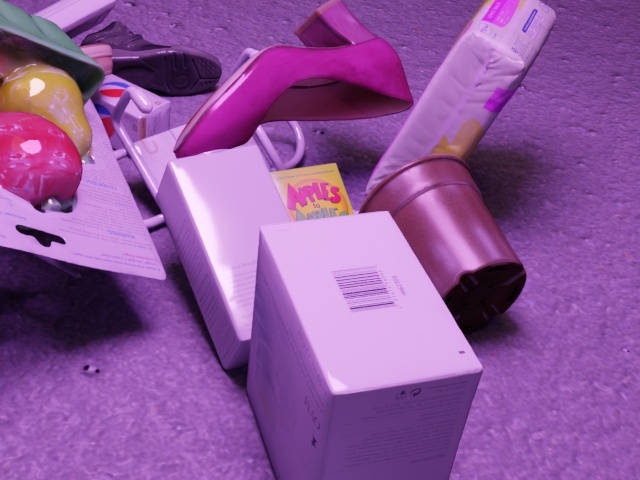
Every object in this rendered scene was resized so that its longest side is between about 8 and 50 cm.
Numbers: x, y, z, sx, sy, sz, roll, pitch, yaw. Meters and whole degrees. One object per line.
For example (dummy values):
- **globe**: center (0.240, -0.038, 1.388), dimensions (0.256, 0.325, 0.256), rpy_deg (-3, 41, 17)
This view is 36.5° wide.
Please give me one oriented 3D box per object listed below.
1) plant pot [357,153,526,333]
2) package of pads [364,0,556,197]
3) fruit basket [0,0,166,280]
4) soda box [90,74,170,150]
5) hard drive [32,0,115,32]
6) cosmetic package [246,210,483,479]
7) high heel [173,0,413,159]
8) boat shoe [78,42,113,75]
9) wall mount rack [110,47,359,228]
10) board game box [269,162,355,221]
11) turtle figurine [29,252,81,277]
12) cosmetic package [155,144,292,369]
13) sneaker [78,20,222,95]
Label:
- **plant pot**: center (0.151, 0.012, 1.161), dimensions (0.166, 0.167, 0.165), rpy_deg (-11, 48, -25)
- **package of pads**: center (0.187, -0.186, 1.308), dimensions (0.101, 0.297, 0.229), rpy_deg (34, 38, 1)
- **fruit basket**: center (-0.346, -0.111, 1.028), dimensions (0.327, 0.165, 0.353), rpy_deg (16, 43, -50)
- **soda box**: center (-0.319, -0.197, 1.398), dimensions (0.216, 0.074, 0.069), rpy_deg (26, 40, 22)
- **hard drive**: center (-0.426, -0.247, 1.297), dimensions (0.307, 0.040, 0.203), rpy_deg (-32, 14, -14)
- **cosmetic package**: center (0.025, 0.132, 0.908), dimensions (0.138, 0.225, 0.224), rpy_deg (-7, 39, -17)
- **high heel**: center (-0.017, -0.162, 1.214), dimensions (0.181, 0.127, 0.377), rpy_deg (49, 55, -6)
- **boat shoe**: center (-0.407, -0.151, 1.256), dimensions (0.341, 0.110, 0.121), rpy_deg (-33, 15, -24)
- **wall mount rack**: center (-0.105, -0.085, 1.265), dimensions (0.350, 0.130, 0.304), rpy_deg (-27, 82, -38)
- **board game box**: center (0.000, 0.000, 1.166), dimensions (0.092, 0.043, 0.181), rpy_deg (-10, 69, -24)
- **turtle figurine**: center (-0.458, 0.019, 1.042), dimensions (0.274, 0.198, 0.266), rpy_deg (38, -9, -34)
- **cosmetic package**: center (-0.089, 0.015, 1.085), dimensions (0.117, 0.085, 0.231), rpy_deg (-12, 65, -27)
- **sneaker**: center (-0.272, -0.290, 1.523), dimensions (0.227, 0.087, 0.130), rpy_deg (-3, 42, -11)
